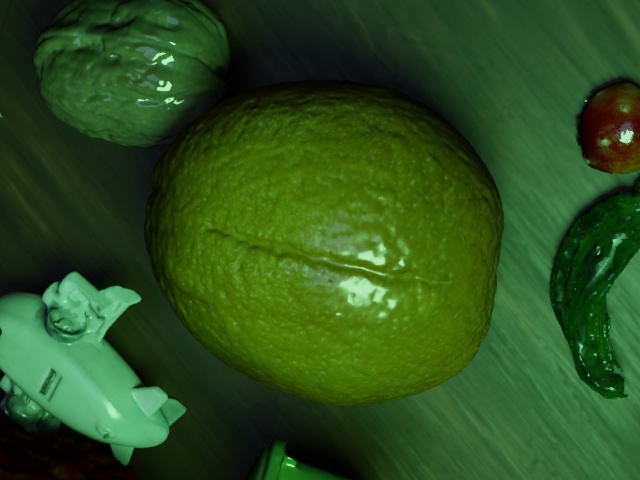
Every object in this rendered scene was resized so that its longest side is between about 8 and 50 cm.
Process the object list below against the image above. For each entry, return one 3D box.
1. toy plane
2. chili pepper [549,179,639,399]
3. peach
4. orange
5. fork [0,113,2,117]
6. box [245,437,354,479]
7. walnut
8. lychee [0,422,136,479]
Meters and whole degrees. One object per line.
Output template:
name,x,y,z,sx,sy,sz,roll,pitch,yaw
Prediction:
toy plane,-0.273,0.147,1.412,0.252,0.118,0.252,10,115,21
chili pepper,0.310,0.023,1.288,0.122,0.065,0.279,22,103,1
peach,0.306,-0.113,1.272,0.098,0.061,0.098,1,99,6
orange,0.000,0.000,1.232,0.357,0.322,0.322,11,99,17
fork,-0.446,-0.237,1.455,0.039,0.021,0.235,-30,89,12
box,-0.017,0.350,1.260,0.178,0.328,0.252,14,75,-2
walnut,-0.205,-0.189,1.335,0.230,0.178,0.178,3,97,17
lychee,-0.322,0.397,1.283,0.500,0.424,0.424,35,104,-16
